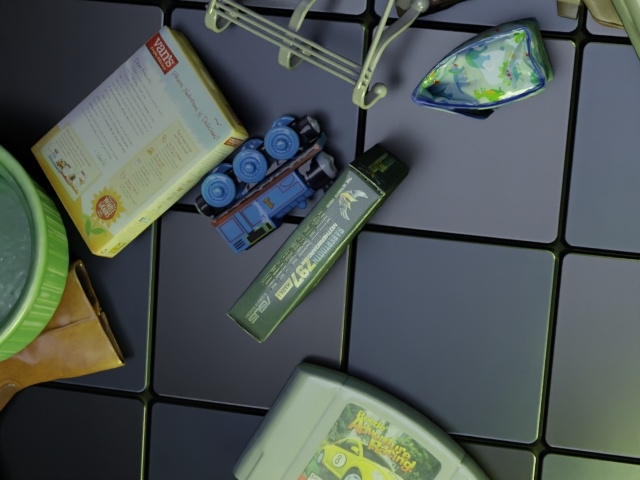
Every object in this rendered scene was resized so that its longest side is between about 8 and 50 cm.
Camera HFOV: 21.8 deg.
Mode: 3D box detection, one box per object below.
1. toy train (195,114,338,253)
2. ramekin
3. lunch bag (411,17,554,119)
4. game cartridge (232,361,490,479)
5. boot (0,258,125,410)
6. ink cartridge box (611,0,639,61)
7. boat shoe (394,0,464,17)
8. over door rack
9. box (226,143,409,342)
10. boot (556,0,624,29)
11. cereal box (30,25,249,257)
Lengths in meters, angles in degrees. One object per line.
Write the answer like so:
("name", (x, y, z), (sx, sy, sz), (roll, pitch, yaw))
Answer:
("toy train", (-0.062, -0.071, 1.997), (0.184, 0.080, 0.105), (-36, 100, 14))
("ramekin", (-0.455, 0.019, 2.023), (0.303, 0.148, 0.303), (-2, 82, 11))
("lunch bag", (0.182, -0.189, 1.891), (0.151, 0.129, 0.096), (-16, 96, 14))
("game cartridge", (0.059, 0.288, 2.049), (0.294, 0.060, 0.196), (32, 102, 5))
("boot", (-0.380, 0.189, 2.126), (0.280, 0.096, 0.264), (-19, 88, 8))
("ink cartridge box", (0.509, -0.312, 1.757), (0.395, 0.151, 0.270), (-25, 93, 4))
("boat shoe", (0.169, -0.315, 1.906), (0.190, 0.068, 0.072), (-15, 85, 15))
("over door rack", (0.014, -0.342, 1.872), (0.239, 0.108, 0.324), (29, 123, 21))
("box", (0.000, 0.000, 1.939), (0.059, 0.183, 0.233), (40, 105, 3))
("boot", (0.323, -0.289, 1.888), (0.118, 0.042, 0.087), (13, 95, 3))
("cereal box", (-0.220, -0.118, 2.007), (0.240, 0.047, 0.173), (-39, 68, 16))
